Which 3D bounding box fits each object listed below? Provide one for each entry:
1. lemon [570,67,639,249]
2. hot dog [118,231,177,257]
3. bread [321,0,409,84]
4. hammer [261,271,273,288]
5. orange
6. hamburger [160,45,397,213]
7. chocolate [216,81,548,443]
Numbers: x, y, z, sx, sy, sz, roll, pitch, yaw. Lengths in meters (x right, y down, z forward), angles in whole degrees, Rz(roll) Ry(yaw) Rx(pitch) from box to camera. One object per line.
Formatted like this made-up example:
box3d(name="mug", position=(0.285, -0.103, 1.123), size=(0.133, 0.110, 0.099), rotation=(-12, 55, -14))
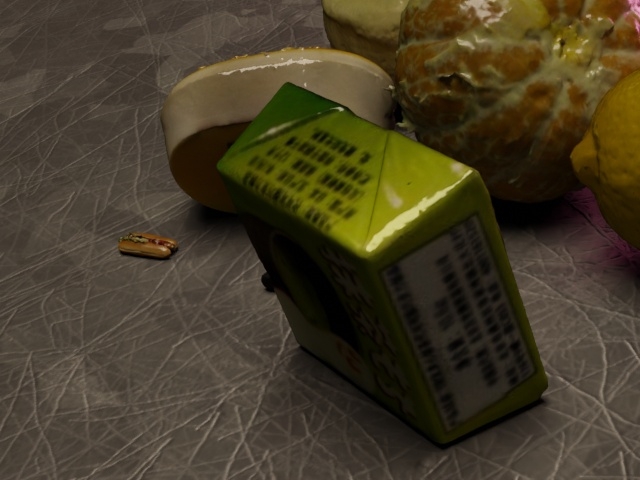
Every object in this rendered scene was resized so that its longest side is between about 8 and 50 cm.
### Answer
box3d(name="lemon", position=(0.413, -0.088, 1.463), size=(0.288, 0.233, 0.233), rotation=(1, 34, 5))
box3d(name="hot dog", position=(-0.216, 0.003, 1.695), size=(0.083, 0.021, 0.037), rotation=(7, 36, 23))
box3d(name="bread", position=(0.162, -0.322, 1.903), size=(0.321, 0.237, 0.320), rotation=(-21, 27, 11))
box3d(name="hammer", position=(0.000, 0.000, 1.637), size=(0.078, 0.021, 0.201), rotation=(19, 42, 38))
box3d(name="orange", position=(0.243, -0.209, 1.626), size=(0.329, 0.329, 0.249), rotation=(-27, 13, -23))
box3d(name="hamburger", position=(-0.052, -0.145, 1.694), size=(0.295, 0.227, 0.151), rotation=(-3, 56, 9))
box3d(name="chocolate", position=(0.055, 0.026, 1.340), size=(0.137, 0.301, 0.289), rotation=(-39, 40, -18))
